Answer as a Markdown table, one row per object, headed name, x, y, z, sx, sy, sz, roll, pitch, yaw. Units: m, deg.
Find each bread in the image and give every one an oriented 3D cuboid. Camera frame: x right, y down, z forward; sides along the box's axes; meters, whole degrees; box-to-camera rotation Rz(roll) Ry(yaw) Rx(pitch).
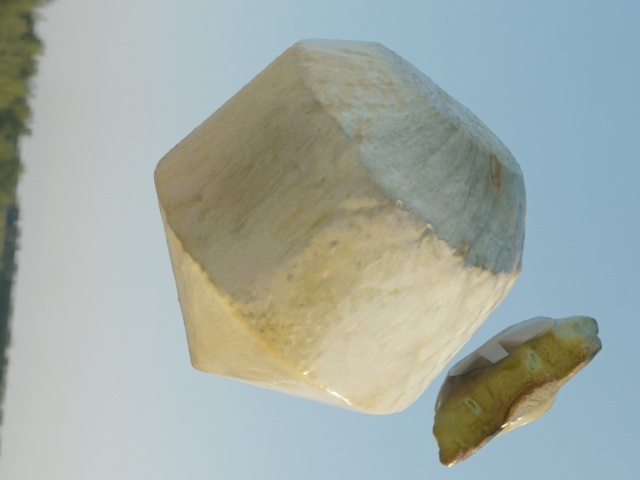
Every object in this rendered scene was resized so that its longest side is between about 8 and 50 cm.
| name | x | y | z | sx | sy | sz | roll | pitch | yaw |
| --- | --- | --- | --- | --- | --- | --- | --- | --- | --- |
| bread | 0.223 | 0.159 | 1.583 | 0.233 | 0.088 | 0.161 | -35 | -168 | 11 |

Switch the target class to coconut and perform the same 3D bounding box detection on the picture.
| name | x | y | z | sx | sy | sz | roll | pitch | yaw |
| --- | --- | --- | --- | --- | --- | --- | --- | --- | --- |
| coconut | 0.000 | 0.000 | 1.128 | 0.329 | 0.328 | 0.329 | -174 | -90 | -76 |
